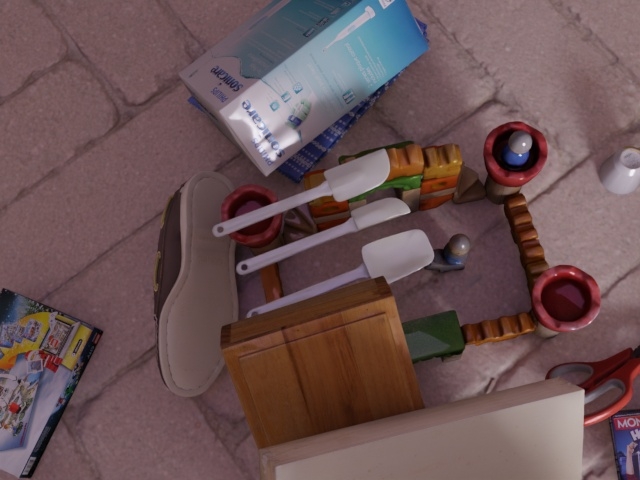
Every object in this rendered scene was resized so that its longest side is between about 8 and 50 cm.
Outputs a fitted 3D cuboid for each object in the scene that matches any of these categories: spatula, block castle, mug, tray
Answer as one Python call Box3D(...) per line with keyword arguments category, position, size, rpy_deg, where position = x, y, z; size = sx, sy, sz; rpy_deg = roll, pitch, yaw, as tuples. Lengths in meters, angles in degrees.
Box3D(category="spatula", position=(0.000, 0.000, 0.991), size=(0.242, 0.019, 0.168), rpy_deg=(-22, 75, -2))
Box3D(category="block castle", position=(0.111, 0.026, 1.092), size=(0.454, 0.213, 0.302), rpy_deg=(-13, 72, 1))
Box3D(category="mug", position=(0.450, -0.115, 1.181), size=(0.062, 0.064, 0.078), rpy_deg=(11, 74, 9))
Box3D(category="tray", position=(0.040, 0.267, 0.979), size=(0.203, 0.076, 0.410), rpy_deg=(-17, 109, 0))

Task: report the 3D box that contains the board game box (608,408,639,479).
Box3D(category="board game box", position=(0.482, 0.271, 1.063), size=(0.194, 0.060, 0.194), rpy_deg=(-4, 72, 4))

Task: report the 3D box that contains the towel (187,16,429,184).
Box3D(category="towel", position=(-0.017, -0.279, 1.288), size=(0.243, 0.040, 0.336), rpy_deg=(38, 80, 15))

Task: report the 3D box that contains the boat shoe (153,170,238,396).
Box3D(category="boat shoe", position=(-0.189, 0.064, 1.169), size=(0.117, 0.097, 0.324), rpy_deg=(12, 74, -33))

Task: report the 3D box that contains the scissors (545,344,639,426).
Box3D(category="scissors", position=(0.445, 0.161, 1.096), size=(0.297, 0.021, 0.109), rpy_deg=(-24, 32, -5))

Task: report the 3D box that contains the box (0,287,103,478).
Box3D(category="box", position=(-0.444, 0.205, 1.174), size=(0.159, 0.044, 0.233), rpy_deg=(21, 76, 11))

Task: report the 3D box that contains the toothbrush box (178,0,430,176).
Box3D(category="toothbrush box", position=(-0.031, -0.256, 1.151), size=(0.296, 0.126, 0.216), rpy_deg=(-38, 34, -5))

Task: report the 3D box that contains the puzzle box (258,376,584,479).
Box3D(category="puzzle box", position=(0.130, 0.326, 0.932), size=(0.409, 0.052, 0.271), rpy_deg=(-7, 103, -24))
